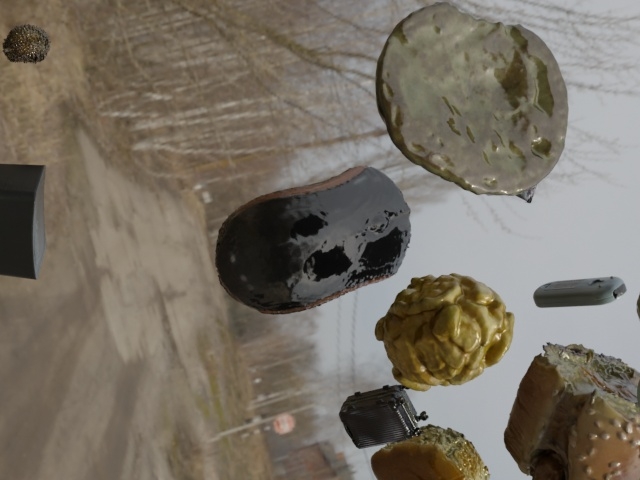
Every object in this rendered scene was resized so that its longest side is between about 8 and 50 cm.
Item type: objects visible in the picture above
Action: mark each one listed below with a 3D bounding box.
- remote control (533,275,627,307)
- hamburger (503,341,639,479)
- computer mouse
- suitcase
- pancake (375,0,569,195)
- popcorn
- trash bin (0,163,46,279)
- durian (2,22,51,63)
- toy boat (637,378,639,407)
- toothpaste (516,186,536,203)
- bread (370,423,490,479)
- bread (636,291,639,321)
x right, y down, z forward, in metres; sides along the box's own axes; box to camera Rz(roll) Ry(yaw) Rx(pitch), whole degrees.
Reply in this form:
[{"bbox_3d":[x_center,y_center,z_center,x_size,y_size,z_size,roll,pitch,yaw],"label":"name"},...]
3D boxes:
[{"bbox_3d":[0.573,0.115,1.888,0.244,0.087,0.047,-12,-78,59],"label":"remote control"},{"bbox_3d":[0.476,0.363,1.440,0.445,0.287,0.268,15,22,-50],"label":"hamburger"},{"bbox_3d":[0.002,0.000,1.249,0.116,0.323,0.183,8,-65,64],"label":"computer mouse"},{"bbox_3d":[0.098,0.281,1.353,0.086,0.126,0.059,63,30,-14],"label":"suitcase"},{"bbox_3d":[0.166,-0.153,0.922,0.042,0.236,0.223,-18,-95,65],"label":"pancake"},{"bbox_3d":[0.150,0.114,1.103,0.140,0.163,0.194,52,-8,-17],"label":"popcorn"},{"bbox_3d":[-0.561,-0.037,1.349,0.115,0.225,0.165,-103,-159,-55],"label":"trash bin"},{"bbox_3d":[-0.527,-0.348,1.511,0.080,0.091,0.080,16,-58,28],"label":"durian"},{"bbox_3d":[0.474,0.183,0.984,0.100,0.199,0.290,-104,-159,-63],"label":"toy boat"},{"bbox_3d":[0.290,-0.111,1.445,0.028,0.169,0.045,-165,-86,-82],"label":"toothpaste"},{"bbox_3d":[0.214,0.459,1.672,0.245,0.121,0.174,-28,-89,50],"label":"bread"},{"bbox_3d":[0.721,0.145,1.394,0.308,0.348,0.348,52,-22,46],"label":"bread"}]
